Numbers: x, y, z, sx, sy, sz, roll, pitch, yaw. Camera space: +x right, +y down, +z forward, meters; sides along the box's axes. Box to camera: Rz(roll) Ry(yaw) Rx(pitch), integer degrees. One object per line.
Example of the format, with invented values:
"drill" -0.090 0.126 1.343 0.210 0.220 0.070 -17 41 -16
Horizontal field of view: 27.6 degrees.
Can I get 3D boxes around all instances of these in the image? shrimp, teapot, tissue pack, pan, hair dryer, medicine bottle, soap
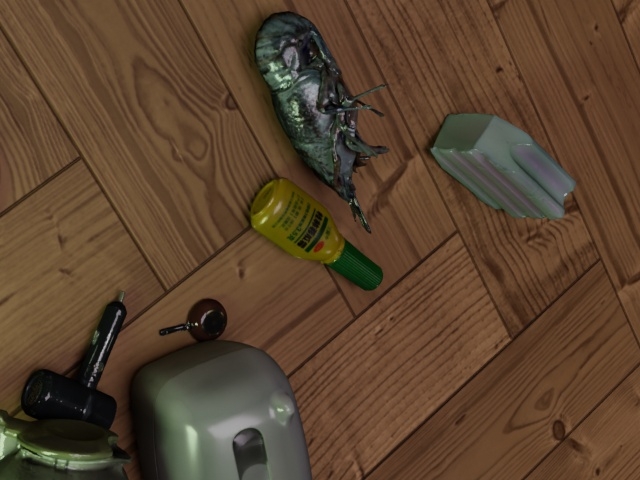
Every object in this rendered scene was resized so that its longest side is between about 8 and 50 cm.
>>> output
"shrimp" 0.024 -0.182 1.987 0.137 0.172 0.372 -45 112 -25
"teapot" -0.398 0.352 1.795 0.239 0.322 0.239 -4 107 -67
"tissue pack" -0.135 0.328 1.928 0.229 0.236 0.333 -19 110 -28
"pan" -0.189 0.130 1.988 0.115 0.023 0.068 -16 108 -30
"hair dryer" -0.333 0.170 1.882 0.124 0.071 0.219 32 74 -33
"medicine bottle" 0.000 0.000 2.066 0.260 0.064 0.095 37 78 -33
"soap" 0.307 -0.128 2.201 0.230 0.145 0.091 39 68 -37
